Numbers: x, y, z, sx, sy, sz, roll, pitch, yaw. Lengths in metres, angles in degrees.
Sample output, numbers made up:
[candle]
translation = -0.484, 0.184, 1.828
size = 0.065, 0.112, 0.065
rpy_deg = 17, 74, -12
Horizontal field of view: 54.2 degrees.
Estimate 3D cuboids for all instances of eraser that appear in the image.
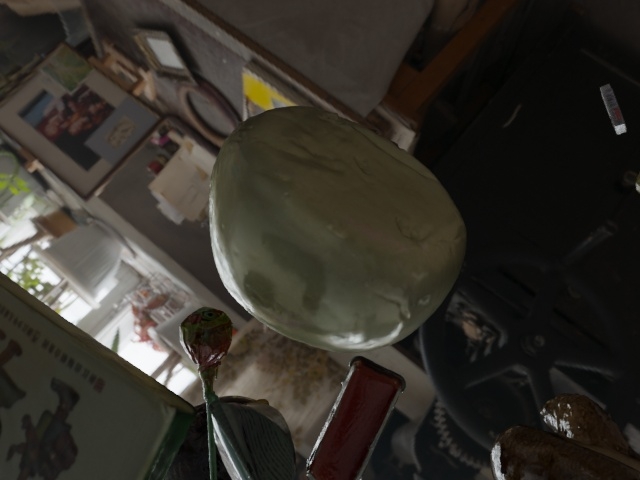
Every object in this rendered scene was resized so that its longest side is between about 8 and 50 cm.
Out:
[eraser]
translation = 0.736, -0.330, 1.571
size = 0.029, 0.122, 0.052
rpy_deg = -19, 154, 25

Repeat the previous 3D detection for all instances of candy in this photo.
[candy]
translation = -0.119, 0.172, 0.674
size = 0.060, 0.060, 0.201
rpy_deg = -12, 81, 63

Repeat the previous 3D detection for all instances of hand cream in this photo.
[hand cream]
translation = -0.046, 0.154, 0.477
size = 0.085, 0.058, 0.331
rpy_deg = 63, 168, 9

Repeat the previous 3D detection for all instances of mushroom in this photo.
[mushroom]
translation = 0.443, 0.406, 0.989
size = 0.345, 0.345, 0.239
rpy_deg = 16, 106, 47

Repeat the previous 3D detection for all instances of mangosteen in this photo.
[mangosteen]
translation = -0.184, 0.452, 1.214
size = 0.311, 0.311, 0.311
rpy_deg = 34, 157, 17

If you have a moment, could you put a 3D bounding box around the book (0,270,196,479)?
[book]
translation = -0.250, 0.221, 0.403
size = 0.260, 0.370, 0.043
rpy_deg = 21, 173, 36

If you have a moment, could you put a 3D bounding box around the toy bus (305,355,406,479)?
[toy bus]
translation = 0.061, 0.365, 1.206
size = 0.121, 0.265, 0.120
rpy_deg = 25, 176, 8

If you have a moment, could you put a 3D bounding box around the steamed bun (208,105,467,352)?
[steamed bun]
translation = 0.000, 0.000, 0.801
size = 0.334, 0.312, 0.233
rpy_deg = 41, 125, 15

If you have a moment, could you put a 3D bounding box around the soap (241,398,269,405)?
[soap]
translation = -0.127, 0.298, 1.090
size = 0.012, 0.089, 0.034
rpy_deg = 3, 94, 51

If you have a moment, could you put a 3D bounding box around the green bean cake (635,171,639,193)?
[green bean cake]
translation = 0.817, -0.131, 1.298
size = 0.236, 0.124, 0.233
rpy_deg = 36, 142, 8
